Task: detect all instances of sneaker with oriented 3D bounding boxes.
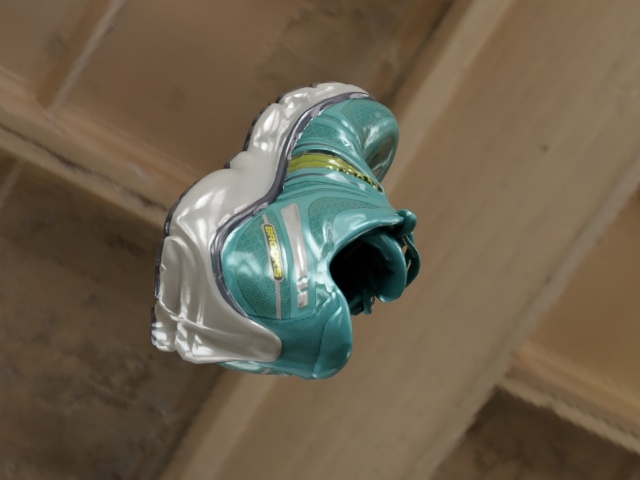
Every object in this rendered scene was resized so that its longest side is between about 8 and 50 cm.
[{"bbox_3d":[0.000,0.000,0.873,0.110,0.275,0.107,17,-62,9],"label":"sneaker"}]
